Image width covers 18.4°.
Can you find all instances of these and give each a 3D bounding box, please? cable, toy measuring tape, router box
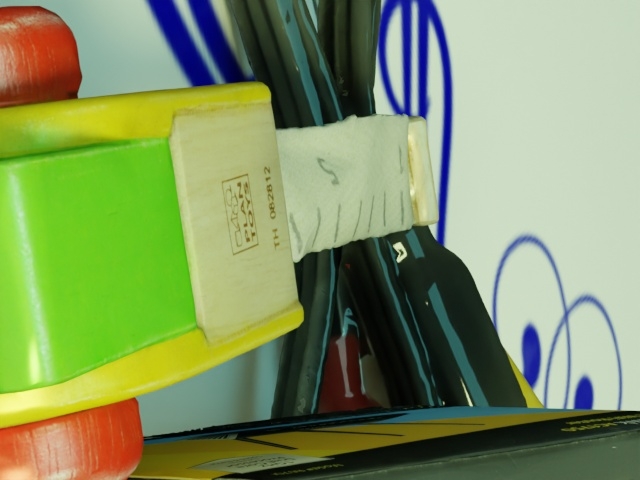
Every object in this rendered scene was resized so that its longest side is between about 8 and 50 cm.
[{"bbox_3d":[0.000,0.000,0.673,0.139,0.072,0.287,-30,102,-39],"label":"cable"},{"bbox_3d":[-0.064,-0.001,0.500,0.330,0.121,0.121,-20,104,-71],"label":"toy measuring tape"},{"bbox_3d":[0.010,0.073,0.532,0.179,0.133,0.046,-2,89,-43],"label":"router box"}]
